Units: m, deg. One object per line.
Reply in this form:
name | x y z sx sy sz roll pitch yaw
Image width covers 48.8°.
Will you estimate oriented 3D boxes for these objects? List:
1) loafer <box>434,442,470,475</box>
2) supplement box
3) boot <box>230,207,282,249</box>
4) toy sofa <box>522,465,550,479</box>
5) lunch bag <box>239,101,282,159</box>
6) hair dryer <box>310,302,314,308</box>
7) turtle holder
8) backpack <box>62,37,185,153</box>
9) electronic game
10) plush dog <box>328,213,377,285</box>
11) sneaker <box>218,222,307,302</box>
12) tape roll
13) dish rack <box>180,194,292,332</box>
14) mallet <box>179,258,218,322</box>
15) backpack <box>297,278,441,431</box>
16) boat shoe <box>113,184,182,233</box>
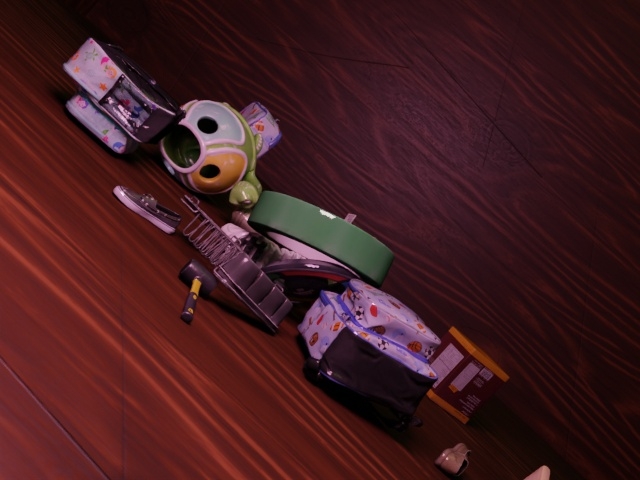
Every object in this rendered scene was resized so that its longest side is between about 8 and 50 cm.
loafer | 0.280 0.459 1.460 0.050 0.056 0.148 46 16 27
supplement box | 0.410 0.399 2.084 0.191 0.194 0.129 39 6 -32
boot | -0.160 -0.020 1.920 0.165 0.077 0.213 33 -8 8
toy sofa | 0.466 0.608 1.276 0.362 0.177 0.150 43 30 3
lunch bag | -0.257 -0.291 2.126 0.115 0.303 0.243 54 -1 -26
hair dryer | 0.063 0.212 1.635 0.224 0.080 0.293 53 16 20
turtle holder | -0.296 -0.215 1.857 0.227 0.243 0.320 -17 91 -69
backpack | -0.451 -0.318 1.563 0.253 0.191 0.225 49 2 -9
electronic game | -0.029 0.090 1.465 0.229 0.229 0.048 35 53 -54
plush dog | 0.036 0.072 1.887 0.225 0.210 0.262 98 -17 -48
sneaker | -0.116 0.047 1.615 0.292 0.110 0.118 38 -2 -39
tape roll | 0.000 0.000 1.520 0.321 0.077 0.321 27 -7 4
dish rack | -0.170 0.034 1.315 0.271 0.074 0.208 42 -9 39
mallet | -0.191 0.089 1.100 0.062 0.039 0.190 43 10 -21
backpack | 0.081 0.195 1.369 0.276 0.213 0.263 37 -3 -26
boat shoe | -0.320 -0.065 1.313 0.142 0.040 0.049 39 7 -35
